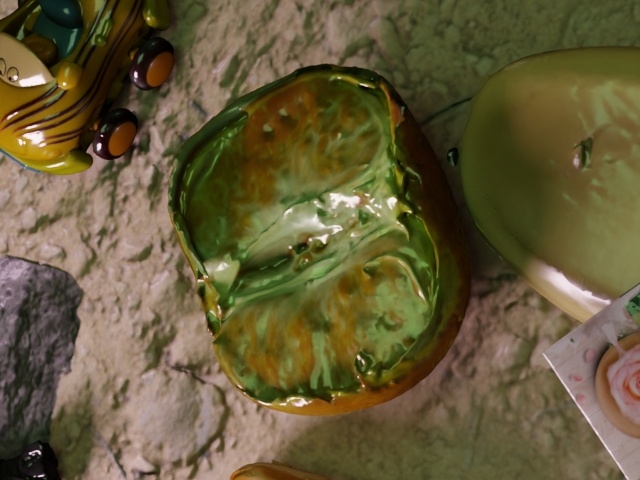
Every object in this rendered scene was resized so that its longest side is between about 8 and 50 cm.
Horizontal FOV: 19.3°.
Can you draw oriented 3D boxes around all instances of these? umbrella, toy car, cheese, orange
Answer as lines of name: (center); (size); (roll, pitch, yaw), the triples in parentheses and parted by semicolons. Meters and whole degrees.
umbrella: (-0.375, 0.276, 1.981); (0.236, 0.059, 0.066); (-22, 55, 21)
toy car: (-0.275, -0.195, 1.958); (0.200, 0.142, 0.247); (28, 93, 29)
cheese: (0.258, -0.055, 1.672); (0.316, 0.128, 0.259); (27, 96, 30)
orange: (0.003, 0.004, 1.756); (0.263, 0.196, 0.334); (-27, 74, 6)

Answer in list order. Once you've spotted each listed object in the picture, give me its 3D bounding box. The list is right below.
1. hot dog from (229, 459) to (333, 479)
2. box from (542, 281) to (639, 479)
hot dog: (0.012, 0.283, 1.774); (0.270, 0.072, 0.109); (15, 90, 30)
box: (0.303, 0.091, 1.549); (0.199, 0.081, 0.135); (-40, 76, 25)
